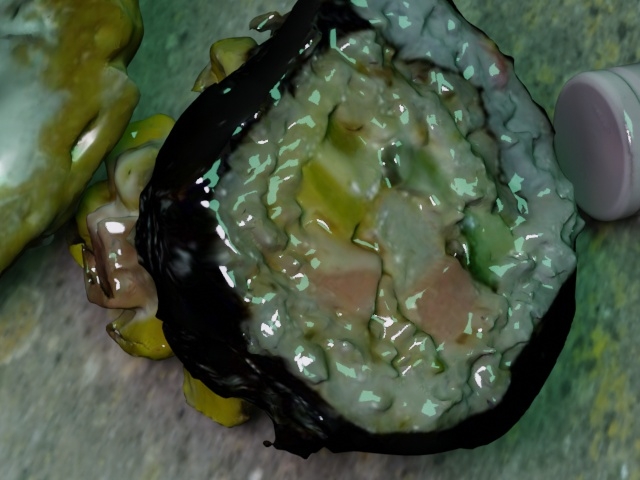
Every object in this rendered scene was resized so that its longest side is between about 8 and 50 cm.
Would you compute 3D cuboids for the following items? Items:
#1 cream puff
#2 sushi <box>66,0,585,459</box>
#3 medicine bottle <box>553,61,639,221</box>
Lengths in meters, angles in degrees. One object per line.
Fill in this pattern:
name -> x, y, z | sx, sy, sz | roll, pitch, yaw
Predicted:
cream puff -> -0.318, -0.128, 1.295 | 0.378, 0.378, 0.275 | -33, 47, -28
sushi -> 0.000, 0.000, 1.371 | 0.329, 0.285, 0.328 | 40, 62, -18
medicine bottle -> 0.339, -0.101, 1.590 | 0.250, 0.133, 0.133 | -12, 66, -22
